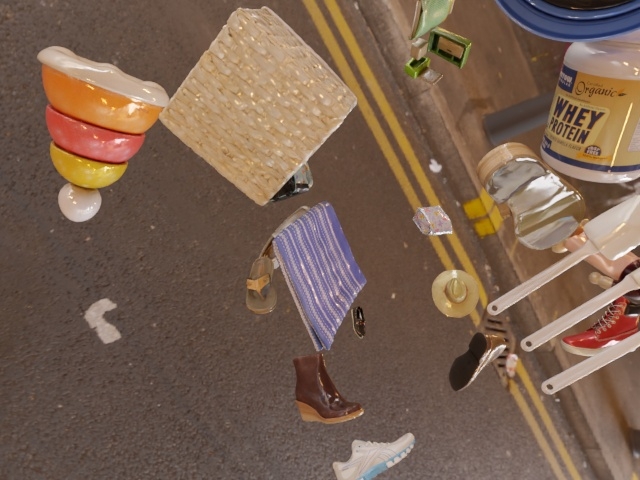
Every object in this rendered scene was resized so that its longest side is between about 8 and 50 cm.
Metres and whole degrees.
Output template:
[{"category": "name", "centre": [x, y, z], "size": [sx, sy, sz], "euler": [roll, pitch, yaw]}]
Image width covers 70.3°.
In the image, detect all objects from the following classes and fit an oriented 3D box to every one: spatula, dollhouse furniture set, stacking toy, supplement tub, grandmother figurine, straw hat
[{"category": "spatula", "centre": [0.347, 0.075, 0.572], "size": [0.019, 0.242, 0.168], "euler": [1, 53, -59]}, {"category": "dollhouse furniture set", "centre": [0.414, -0.704, 1.540], "size": [0.151, 0.302, 0.197], "euler": [38, 68, 20]}, {"category": "stacking toy", "centre": [-0.680, -0.279, 1.339], "size": [0.350, 0.350, 0.480], "euler": [10, 107, -45]}, {"category": "supplement tub", "centre": [0.629, -0.310, 0.980], "size": [0.228, 0.228, 0.316], "euler": [-45, 143, -45]}, {"category": "grandmother figurine", "centre": [0.739, 0.074, 1.075], "size": [0.342, 0.207, 0.104], "euler": [56, -7, 49]}, {"category": "straw hat", "centre": [0.388, 0.142, 1.298], "size": [0.061, 0.144, 0.145], "euler": [61, 30, -64]}]

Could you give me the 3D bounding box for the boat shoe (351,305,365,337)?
[{"category": "boat shoe", "centre": [0.163, 0.340, 1.895], "size": [0.048, 0.042, 0.133], "euler": [9, 58, -34]}]

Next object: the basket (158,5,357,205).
[{"category": "basket", "centre": [-0.133, -0.309, 1.074], "size": [0.331, 0.328, 0.266], "euler": [41, 23, -13]}]

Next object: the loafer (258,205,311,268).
[{"category": "loafer", "centre": [-0.144, -0.008, 1.870], "size": [0.112, 0.319, 0.111], "euler": [41, 15, 20]}]

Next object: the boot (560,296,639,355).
[{"category": "boot", "centre": [0.857, 0.254, 1.387], "size": [0.244, 0.088, 0.176], "euler": [-5, 108, -8]}]

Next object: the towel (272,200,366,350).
[{"category": "towel", "centre": [0.012, 0.056, 0.989], "size": [0.243, 0.040, 0.336], "euler": [67, 23, -10]}]

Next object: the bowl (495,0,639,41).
[{"category": "bowl", "centre": [0.456, -0.525, 0.725], "size": [0.391, 0.391, 0.077], "euler": [49, 54, -24]}]

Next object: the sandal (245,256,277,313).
[{"category": "sandal", "centre": [-0.139, 0.094, 1.042], "size": [0.180, 0.072, 0.049], "euler": [-96, 172, -48]}]

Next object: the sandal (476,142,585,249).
[{"category": "sandal", "centre": [0.246, -0.068, 0.549], "size": [0.240, 0.088, 0.079], "euler": [27, 37, -46]}]

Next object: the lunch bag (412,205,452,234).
[{"category": "lunch bag", "centre": [0.287, -0.044, 1.160], "size": [0.071, 0.053, 0.083], "euler": [-8, 46, -23]}]

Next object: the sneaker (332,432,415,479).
[{"category": "sneaker", "centre": [0.110, 0.450, 0.959], "size": [0.190, 0.071, 0.083], "euler": [-28, 67, -12]}]

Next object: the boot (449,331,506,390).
[{"category": "boot", "centre": [0.588, 0.464, 1.704], "size": [0.115, 0.305, 0.112], "euler": [5, 39, -22]}]

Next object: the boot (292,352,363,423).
[{"category": "boot", "centre": [0.014, 0.462, 1.438], "size": [0.090, 0.248, 0.207], "euler": [6, 72, -53]}]

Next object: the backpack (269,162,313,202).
[{"category": "backpack", "centre": [-0.125, -0.246, 1.615], "size": [0.144, 0.165, 0.189], "euler": [-20, 93, -49]}]
